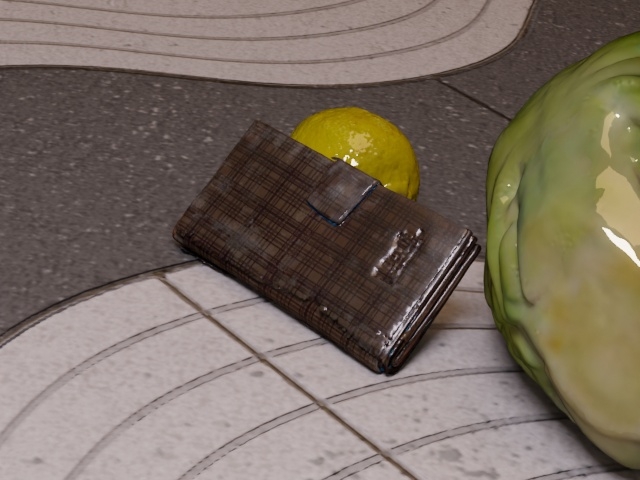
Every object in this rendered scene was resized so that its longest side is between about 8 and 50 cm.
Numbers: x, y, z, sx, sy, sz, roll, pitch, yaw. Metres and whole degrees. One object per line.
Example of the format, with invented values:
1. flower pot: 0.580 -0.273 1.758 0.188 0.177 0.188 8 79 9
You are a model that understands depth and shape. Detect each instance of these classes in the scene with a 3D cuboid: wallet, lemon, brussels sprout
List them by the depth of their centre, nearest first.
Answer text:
1. brussels sprout: 0.261 -0.006 1.116 0.344 0.268 0.344 9 35 -6
2. wallet: 0.000 0.000 1.207 0.230 0.042 0.124 30 79 37
3. lemon: 0.025 -0.053 1.303 0.109 0.109 0.133 -12 27 -35
